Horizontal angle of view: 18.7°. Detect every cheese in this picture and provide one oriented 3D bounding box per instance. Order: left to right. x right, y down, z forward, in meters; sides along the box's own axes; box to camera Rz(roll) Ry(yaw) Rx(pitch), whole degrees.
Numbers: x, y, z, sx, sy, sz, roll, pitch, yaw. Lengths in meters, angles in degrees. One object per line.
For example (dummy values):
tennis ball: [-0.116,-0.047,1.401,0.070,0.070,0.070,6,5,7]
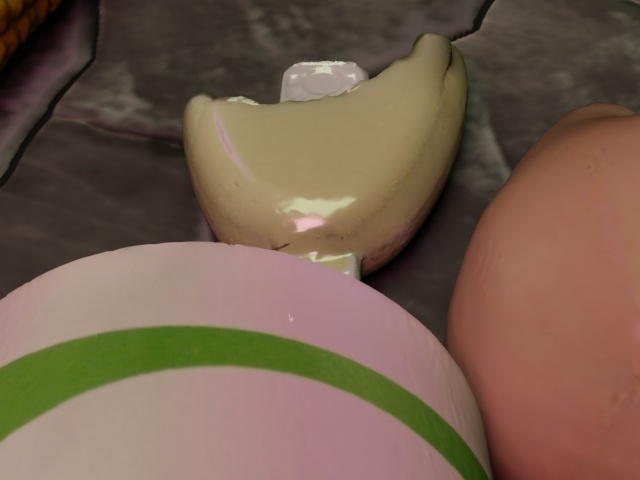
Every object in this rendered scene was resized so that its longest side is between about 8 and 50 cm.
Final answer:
cheese: [0.000,-0.001,0.806,0.127,0.050,0.235,-1,46,3]

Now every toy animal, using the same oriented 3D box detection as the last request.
toy animal: [0.205,0.041,0.637,0.326,0.237,0.269,-9,35,4]

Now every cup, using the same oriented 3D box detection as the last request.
cup: [-0.042,0.152,0.537,0.253,0.253,0.274,-4,39,3]

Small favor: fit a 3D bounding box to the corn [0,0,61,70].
corn: [-0.204,-0.095,0.883,0.120,0.120,0.363,15,52,21]
